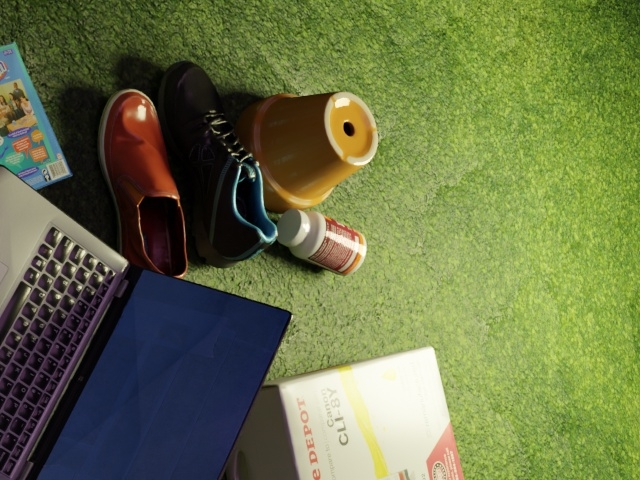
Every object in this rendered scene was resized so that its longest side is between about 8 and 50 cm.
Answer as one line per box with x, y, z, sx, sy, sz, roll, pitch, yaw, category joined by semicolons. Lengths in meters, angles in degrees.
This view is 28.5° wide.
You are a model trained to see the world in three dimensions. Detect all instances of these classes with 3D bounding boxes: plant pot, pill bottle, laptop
-0.012;-0.164;2.130;0.205;0.188;0.205;15;68;-42;plant pot
0.000;0.000;2.167;0.152;0.086;0.086;24;62;-39;pill bottle
-0.314;0.153;1.670;0.408;0.236;0.382;41;59;-31;laptop

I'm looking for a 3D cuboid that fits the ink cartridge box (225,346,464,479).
0.040;0.344;2.052;0.384;0.160;0.279;-8;84;-46;ink cartridge box

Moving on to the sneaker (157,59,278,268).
-0.154;-0.133;2.015;0.125;0.139;0.341;-17;89;-44;sneaker

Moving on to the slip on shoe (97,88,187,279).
-0.261;-0.075;1.919;0.123;0.101;0.332;2;75;-43;slip on shoe

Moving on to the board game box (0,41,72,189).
-0.462;-0.159;1.780;0.160;0.047;0.210;-28;99;-45;board game box
